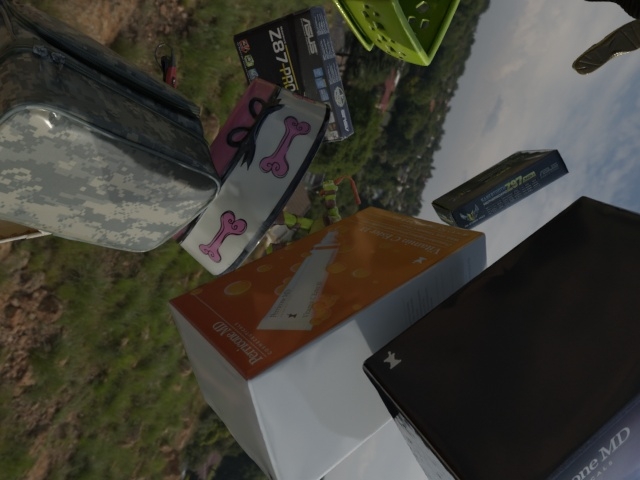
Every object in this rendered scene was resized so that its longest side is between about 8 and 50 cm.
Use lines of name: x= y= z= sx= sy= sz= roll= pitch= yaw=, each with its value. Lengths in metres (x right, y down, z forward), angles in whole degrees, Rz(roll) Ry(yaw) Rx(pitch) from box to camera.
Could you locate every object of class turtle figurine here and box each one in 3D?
turtle figurine: x=0.000 y=0.000 z=0.912 sx=0.087 sy=0.217 sz=0.269 roll=-167 pitch=-106 yaw=-71

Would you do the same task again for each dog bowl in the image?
dog bowl: x=-0.158 y=-0.135 z=0.869 sx=0.408 sy=0.150 sz=0.408 roll=-49 pitch=-160 yaw=25

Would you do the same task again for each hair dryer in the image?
hair dryer: x=-0.505 y=-0.478 z=1.453 sx=0.080 sy=0.293 sz=0.223 roll=-20 pitch=159 yaw=-40

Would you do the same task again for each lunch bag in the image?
lunch bag: x=-0.315 y=-0.157 z=0.599 sx=0.213 sy=0.256 sz=0.305 roll=-37 pitch=149 yaw=23

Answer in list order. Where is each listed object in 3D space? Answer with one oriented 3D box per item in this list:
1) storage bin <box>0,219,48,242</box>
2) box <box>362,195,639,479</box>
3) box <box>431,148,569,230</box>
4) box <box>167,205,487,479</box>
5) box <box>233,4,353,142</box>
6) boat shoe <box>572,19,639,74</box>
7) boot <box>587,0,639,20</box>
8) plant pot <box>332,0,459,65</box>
storage bin: x=-0.908 y=-0.113 z=1.213 sx=0.123 sy=0.262 sz=0.260 roll=-106 pitch=-176 yaw=-70
box: x=0.245 y=0.170 z=0.435 sx=0.296 sy=0.183 sz=0.294 roll=-35 pitch=122 yaw=-10
box: x=0.364 y=-0.108 z=0.931 sx=0.233 sy=0.059 sz=0.183 roll=-32 pitch=-171 yaw=8
box: x=0.024 y=0.104 z=0.571 sx=0.345 sy=0.215 sz=0.168 roll=-26 pitch=118 yaw=-30
box: x=-0.086 y=-0.507 z=1.440 sx=0.097 sy=0.318 sz=0.394 roll=-43 pitch=125 yaw=-48
boat shoe: x=0.578 y=-0.384 z=0.869 sx=0.153 sy=0.056 sz=0.048 roll=-33 pitch=-166 yaw=29
boot: x=0.471 y=-0.361 z=0.593 sx=0.198 sy=0.137 sz=0.076 roll=-107 pitch=-177 yaw=-47
plant pot: x=0.165 y=-0.561 z=0.994 sx=0.228 sy=0.207 sz=0.227 roll=27 pitch=88 yaw=-55
